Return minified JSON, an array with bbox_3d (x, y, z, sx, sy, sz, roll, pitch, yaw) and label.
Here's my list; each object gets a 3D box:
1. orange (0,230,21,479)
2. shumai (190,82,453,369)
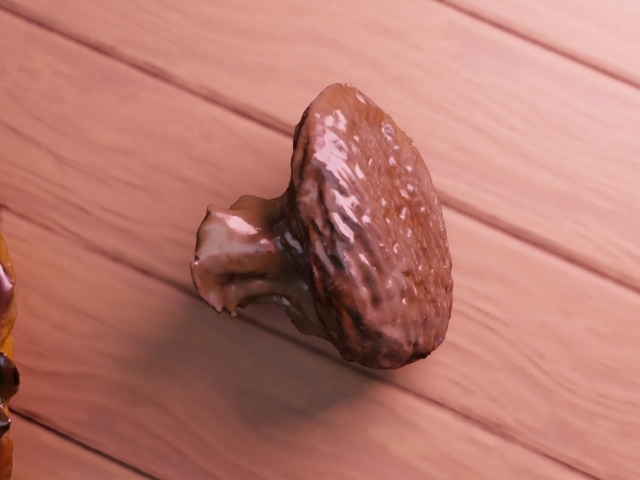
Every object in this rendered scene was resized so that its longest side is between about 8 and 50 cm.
[{"bbox_3d":[-0.357,0.103,1.039,0.271,0.210,0.369,2,86,-20],"label":"orange"},{"bbox_3d":[0.000,0.000,1.078,0.153,0.161,0.209,-17,107,23],"label":"shumai"}]
